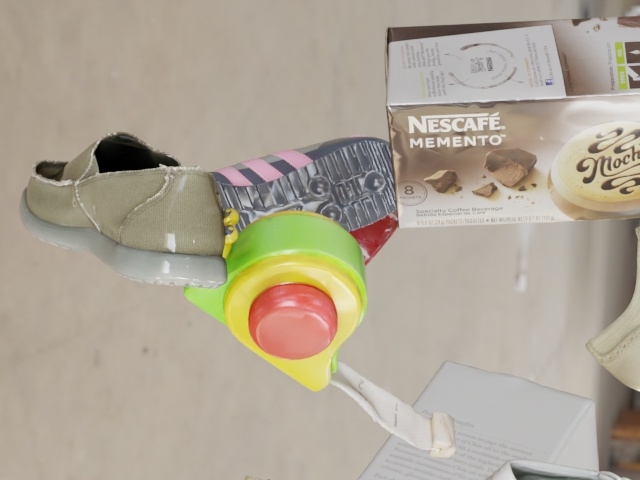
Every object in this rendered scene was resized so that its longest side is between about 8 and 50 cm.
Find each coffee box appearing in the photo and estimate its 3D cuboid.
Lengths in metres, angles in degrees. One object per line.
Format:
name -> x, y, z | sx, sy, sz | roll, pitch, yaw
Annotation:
coffee box -> 0.213, -0.113, 1.610 | 0.168, 0.297, 0.118 | 82, 8, -46

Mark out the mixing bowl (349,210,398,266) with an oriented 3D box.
mixing bowl -> 0.000, 0.000, 1.933 | 0.181, 0.098, 0.181 | -45, -175, 5

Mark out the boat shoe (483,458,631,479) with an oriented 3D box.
boat shoe -> 0.225, 0.225, 1.360 | 0.075, 0.226, 0.083 | -56, -144, 36

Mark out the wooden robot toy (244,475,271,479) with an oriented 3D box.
wooden robot toy -> -0.054, 0.268, 1.296 | 0.173, 0.079, 0.076 | -59, 138, -30

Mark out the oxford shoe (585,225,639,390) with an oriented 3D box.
oxford shoe -> 0.413, -0.011, 1.787 | 0.397, 0.147, 0.140 | -63, 163, 11

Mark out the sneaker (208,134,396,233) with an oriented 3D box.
sneaker -> -0.060, -0.035, 1.794 | 0.131, 0.319, 0.112 | -72, 150, -79

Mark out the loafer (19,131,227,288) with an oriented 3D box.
loafer -> -0.130, -0.030, 1.158 | 0.094, 0.251, 0.087 | 6, 97, -34

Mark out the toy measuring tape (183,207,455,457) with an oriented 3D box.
toy measuring tape -> 0.025, 0.066, 1.353 | 0.330, 0.121, 0.121 | 36, 50, -29

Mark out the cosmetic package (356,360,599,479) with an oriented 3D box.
cosmetic package -> 0.163, 0.373, 2.171 | 0.453, 0.230, 0.161 | -48, 140, -39
